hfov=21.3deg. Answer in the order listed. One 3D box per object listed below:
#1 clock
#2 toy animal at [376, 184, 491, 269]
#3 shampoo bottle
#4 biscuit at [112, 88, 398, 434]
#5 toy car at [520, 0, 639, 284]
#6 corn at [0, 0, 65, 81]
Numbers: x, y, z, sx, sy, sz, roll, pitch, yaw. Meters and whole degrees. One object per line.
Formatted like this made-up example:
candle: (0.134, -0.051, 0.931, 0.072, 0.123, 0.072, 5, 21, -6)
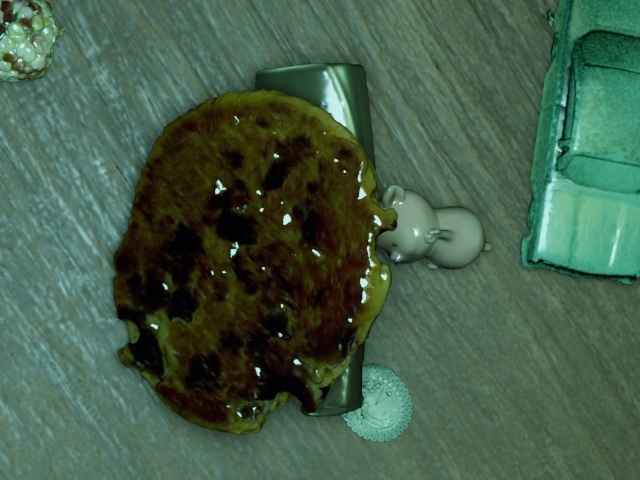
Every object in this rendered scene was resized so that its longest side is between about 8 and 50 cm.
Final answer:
clock: (0.058, 0.171, 1.772, 0.074, 0.010, 0.083, -41, 97, -9)
toy animal: (0.108, -0.011, 1.747, 0.150, 0.083, 0.089, 21, 45, -28)
shampoo bottle: (0.000, 0.000, 1.713, 0.126, 0.084, 0.350, -2, 92, 32)
biscuit: (-0.063, 0.023, 1.657, 0.289, 0.081, 0.334, 30, 104, 22)
toy car: (0.294, -0.120, 1.776, 0.141, 0.097, 0.320, 10, 87, -10)
corn: (-0.390, -0.209, 1.654, 0.281, 0.092, 0.092, 7, 88, -9)
